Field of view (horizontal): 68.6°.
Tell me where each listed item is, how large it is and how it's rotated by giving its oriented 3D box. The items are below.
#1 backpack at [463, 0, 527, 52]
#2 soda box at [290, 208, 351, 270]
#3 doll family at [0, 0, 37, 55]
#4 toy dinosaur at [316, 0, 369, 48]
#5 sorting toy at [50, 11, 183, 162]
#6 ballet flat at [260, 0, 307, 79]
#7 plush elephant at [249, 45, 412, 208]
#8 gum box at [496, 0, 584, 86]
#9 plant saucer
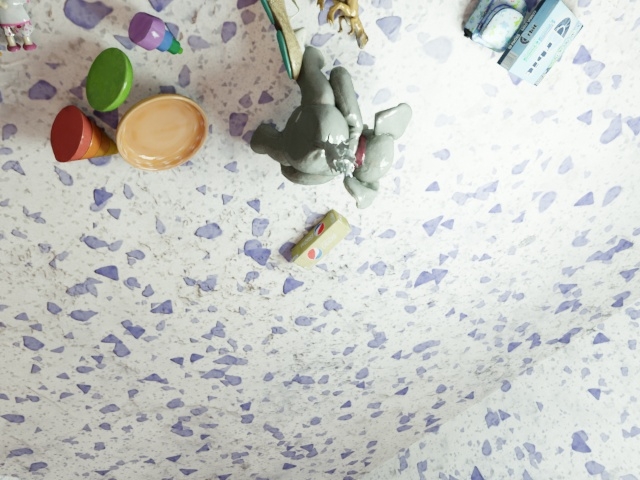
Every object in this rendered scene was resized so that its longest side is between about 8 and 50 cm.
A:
[{"bbox_3d":[0.383,-0.472,1.007,0.104,0.084,0.114,12,122,-25],"label":"backpack"},{"bbox_3d":[0.000,0.000,1.317,0.061,0.058,0.181,33,116,-32],"label":"soda box"},{"bbox_3d":[-0.639,-0.396,0.803,0.262,0.118,0.163,-7,129,-7],"label":"doll family"},{"bbox_3d":[0.054,-0.491,0.941,0.112,0.064,0.212,-27,141,-14],"label":"toy dinosaur"},{"bbox_3d":[-0.409,-0.294,0.976,0.365,0.127,0.126,-44,154,18],"label":"sorting toy"},{"bbox_3d":[-0.064,-0.426,0.926,0.067,0.073,0.206,-24,115,-6],"label":"ballet flat"},{"bbox_3d":[0.052,-0.219,1.035,0.255,0.330,0.272,10,120,-43],"label":"plush elephant"},{"bbox_3d":[0.488,-0.434,1.038,0.184,0.041,0.157,-5,136,-49],"label":"gum box"},{"bbox_3d":[-0.343,-0.236,1.015,0.199,0.037,0.200,-27,152,-16],"label":"plant saucer"}]
